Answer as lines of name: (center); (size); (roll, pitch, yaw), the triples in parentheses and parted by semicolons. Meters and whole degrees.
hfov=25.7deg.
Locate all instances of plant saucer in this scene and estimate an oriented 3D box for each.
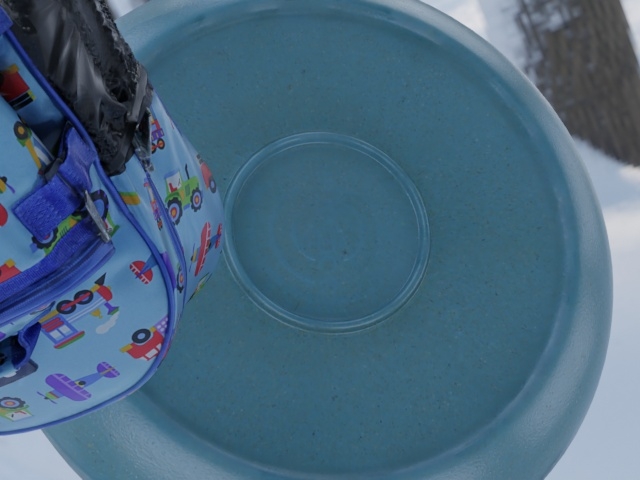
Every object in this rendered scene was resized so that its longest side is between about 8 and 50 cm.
plant saucer: (0.000, 0.000, 0.684); (0.318, 0.317, 0.043); (-29, -11, -21)

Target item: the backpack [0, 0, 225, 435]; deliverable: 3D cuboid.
backpack: (-0.116, -0.002, 0.438); (0.158, 0.173, 0.117); (-22, 36, 13)
